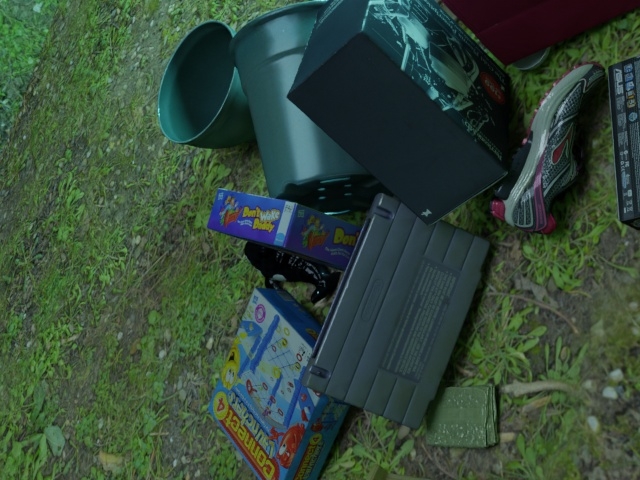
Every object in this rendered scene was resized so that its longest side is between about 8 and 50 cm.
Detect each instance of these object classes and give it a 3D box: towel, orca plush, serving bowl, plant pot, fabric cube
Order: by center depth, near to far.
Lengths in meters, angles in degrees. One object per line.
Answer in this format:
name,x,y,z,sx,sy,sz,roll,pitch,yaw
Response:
fabric cube,0.352,-0.494,1.620,0.258,0.259,0.254,-21,61,29
towel,0.241,0.302,1.659,0.148,0.027,0.110,-13,68,44
serving bowl,0.379,-0.341,1.734,0.083,0.027,0.083,-18,64,42
plant pot,0.009,-0.239,1.902,0.341,0.341,0.334,-23,69,41
orca plush,-0.092,0.050,2.054,0.287,0.102,0.151,45,110,46
plant pot,-0.216,-0.337,2.255,0.293,0.196,0.293,-19,63,42

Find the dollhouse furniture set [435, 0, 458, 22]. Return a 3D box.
dollhouse furniture set,0.201,-0.511,1.897,0.123,0.151,0.144,-52,43,21

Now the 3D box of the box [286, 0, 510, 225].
box,0.147,-0.260,1.645,0.179,0.343,0.312,-36,25,34

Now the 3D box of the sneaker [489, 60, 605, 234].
sneaker,0.394,-0.153,1.604,0.112,0.121,0.299,28,97,19

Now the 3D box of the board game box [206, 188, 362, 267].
board game box,0.000,0.000,1.787,0.233,0.347,0.078,13,86,48

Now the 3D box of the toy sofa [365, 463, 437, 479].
toy sofa,0.227,0.478,1.546,0.362,0.177,0.150,-6,47,47

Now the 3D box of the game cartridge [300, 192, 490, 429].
game cartridge,0.135,0.124,1.674,0.355,0.230,0.068,-67,17,-5

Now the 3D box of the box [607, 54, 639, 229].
box,0.551,-0.169,1.462,0.216,0.060,0.270,-17,65,43

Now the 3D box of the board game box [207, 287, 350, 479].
board game box,-0.078,0.300,1.932,0.308,0.086,0.302,41,116,47
